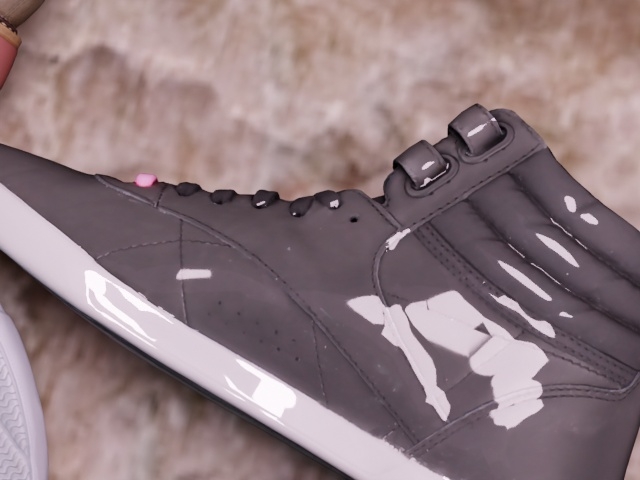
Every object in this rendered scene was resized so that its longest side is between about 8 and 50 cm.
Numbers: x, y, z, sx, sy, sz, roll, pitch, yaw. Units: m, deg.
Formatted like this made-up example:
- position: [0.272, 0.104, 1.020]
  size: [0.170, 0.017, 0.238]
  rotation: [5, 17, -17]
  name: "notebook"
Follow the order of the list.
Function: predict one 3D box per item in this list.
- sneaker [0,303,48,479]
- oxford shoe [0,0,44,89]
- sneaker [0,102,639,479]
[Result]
- position: [-0.179, 0.012, 0.675]
  size: [0.094, 0.091, 0.258]
  rotation: [-23, 94, 3]
  name: "sneaker"
- position: [-0.242, -0.196, 0.718]
  size: [0.348, 0.123, 0.130]
  rotation: [34, 88, 13]
  name: "oxford shoe"
- position: [0.000, 0.000, 0.630]
  size: [0.296, 0.104, 0.147]
  rotation: [28, 83, 12]
  name: "sneaker"
